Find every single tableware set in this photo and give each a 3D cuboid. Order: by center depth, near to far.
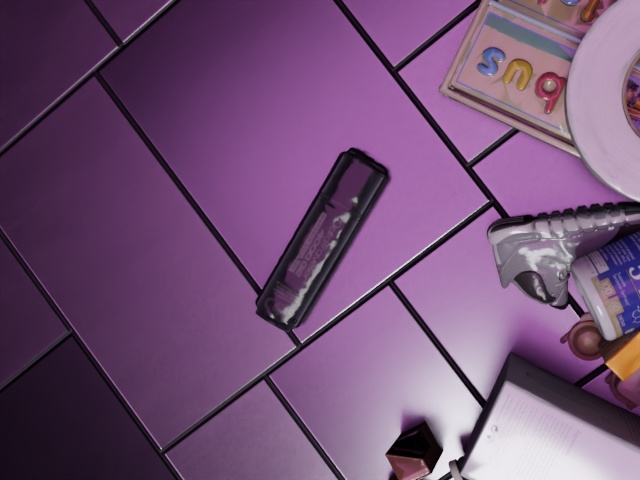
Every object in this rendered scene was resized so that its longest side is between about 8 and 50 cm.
[{"bbox_3d":[0.418,0.135,1.400,0.169,0.020,0.141,42,103,6],"label":"tableware set"}]

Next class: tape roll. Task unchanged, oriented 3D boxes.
[{"bbox_3d":[0.447,-0.180,1.281,0.286,0.100,0.286,1,94,13],"label":"tape roll"}]

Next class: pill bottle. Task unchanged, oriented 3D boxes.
[{"bbox_3d":[0.420,0.039,1.293,0.187,0.112,0.112,-26,88,8],"label":"pill bottle"}]

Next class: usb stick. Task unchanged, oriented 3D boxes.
[{"bbox_3d":[0.000,0.000,1.469,0.077,0.045,0.278,31,99,2],"label":"usb stick"}]

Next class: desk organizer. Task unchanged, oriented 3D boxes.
[{"bbox_3d":[0.129,0.291,1.415,0.047,0.130,0.050,-30,85,13],"label":"desk organizer"}]

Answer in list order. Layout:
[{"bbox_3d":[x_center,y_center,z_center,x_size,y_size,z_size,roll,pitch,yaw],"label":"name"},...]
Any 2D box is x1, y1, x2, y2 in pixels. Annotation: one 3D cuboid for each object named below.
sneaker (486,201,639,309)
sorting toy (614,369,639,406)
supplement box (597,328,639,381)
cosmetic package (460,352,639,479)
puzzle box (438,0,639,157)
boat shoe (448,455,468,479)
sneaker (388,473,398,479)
[{"bbox_3d":[0.345,0.024,1.386,0.229,0.086,0.132,-7,99,19],"label":"sneaker"},{"bbox_3d":[0.562,0.168,1.323,0.257,0.089,0.255,35,99,3],"label":"sorting toy"},{"bbox_3d":[0.398,0.139,1.343,0.036,0.098,0.062,44,101,1],"label":"supplement box"},{"bbox_3d":[0.313,0.268,1.325,0.225,0.224,0.138,25,98,10],"label":"cosmetic package"},{"bbox_3d":[0.395,-0.232,1.367,0.409,0.052,0.272,26,99,9],"label":"puzzle box"},{"bbox_3d":[0.312,0.403,1.385,0.113,0.127,0.340,-40,86,10],"label":"boat shoe"},{"bbox_3d":[0.161,0.406,1.444,0.188,0.071,0.066,39,100,8],"label":"sneaker"}]
